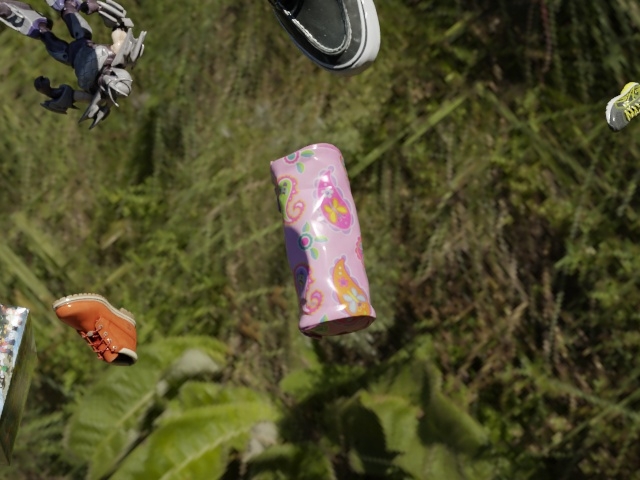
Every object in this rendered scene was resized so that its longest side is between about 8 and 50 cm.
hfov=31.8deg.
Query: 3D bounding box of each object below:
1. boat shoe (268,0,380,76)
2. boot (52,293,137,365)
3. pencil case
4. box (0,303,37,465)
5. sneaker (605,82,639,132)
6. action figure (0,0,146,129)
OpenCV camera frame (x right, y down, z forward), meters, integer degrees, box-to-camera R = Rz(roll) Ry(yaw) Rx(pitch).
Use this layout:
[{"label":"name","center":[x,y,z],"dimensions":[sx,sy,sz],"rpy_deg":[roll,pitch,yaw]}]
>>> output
[{"label":"boat shoe","center":[-0.037,-0.329,1.312],"dimensions":[0.113,0.306,0.105],"rpy_deg":[-28,-9,24]},{"label":"boot","center":[-0.320,0.131,1.621],"dimensions":[0.059,0.158,0.085],"rpy_deg":[-29,55,23]},{"label":"pencil case","center":[0.000,0.000,1.659],"dimensions":[0.124,0.284,0.124],"rpy_deg":[-11,-15,-3]},{"label":"box","center":[-0.414,0.193,1.466],"dimensions":[0.233,0.044,0.159],"rpy_deg":[117,164,-66]},{"label":"sneaker","center":[0.347,-0.151,1.254],"dimensions":[0.035,0.031,0.083],"rpy_deg":[2,43,45]},{"label":"action figure","center":[-0.358,-0.281,1.627],"dimensions":[0.185,0.285,0.099],"rpy_deg":[-51,-31,8]}]
